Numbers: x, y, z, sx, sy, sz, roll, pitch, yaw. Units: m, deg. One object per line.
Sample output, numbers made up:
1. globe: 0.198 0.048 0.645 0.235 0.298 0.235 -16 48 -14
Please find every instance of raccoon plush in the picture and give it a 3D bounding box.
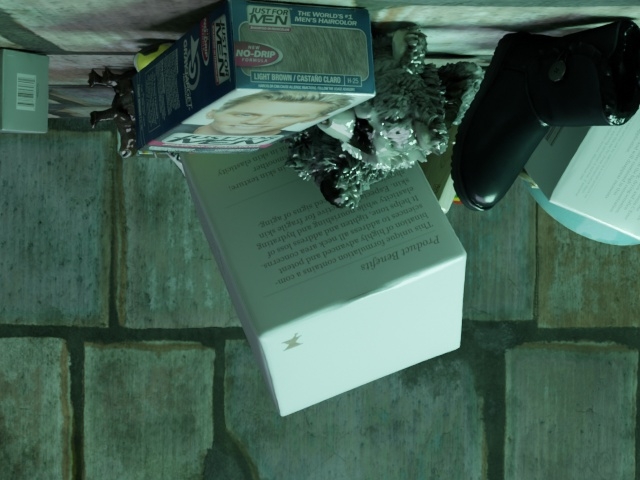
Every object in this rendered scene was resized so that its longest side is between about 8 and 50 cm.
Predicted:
1. raccoon plush: 0.139 -0.222 1.713 0.446 0.216 0.299 -38 -168 -36

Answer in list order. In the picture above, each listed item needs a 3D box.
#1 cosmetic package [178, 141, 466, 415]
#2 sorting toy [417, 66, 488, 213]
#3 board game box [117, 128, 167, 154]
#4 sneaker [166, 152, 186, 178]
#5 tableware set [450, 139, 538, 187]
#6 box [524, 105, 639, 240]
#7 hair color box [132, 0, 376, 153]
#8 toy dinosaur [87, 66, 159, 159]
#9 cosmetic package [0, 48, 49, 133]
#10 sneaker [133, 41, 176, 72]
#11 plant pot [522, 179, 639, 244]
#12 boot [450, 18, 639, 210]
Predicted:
1. cosmetic package: 0.000 0.000 1.998 0.329 0.394 0.327 -20 152 -7
2. sorting toy: 0.226 -0.158 2.192 0.089 0.257 0.255 25 174 -21
3. board game box: -0.341 -0.246 2.632 0.144 0.142 0.275 0 -178 -4
4. sneaker: -0.256 -0.186 2.422 0.111 0.300 0.121 -32 -147 -11
5. tableware set: 0.264 -0.116 1.779 0.168 0.020 0.141 36 -159 18
6. box: 0.463 -0.100 1.721 0.345 0.168 0.215 22 -160 -17
7. hair color box: -0.092 -0.185 1.513 0.173 0.105 0.347 -1 173 -26
8. toy dinosaur: -0.303 -0.251 2.188 0.160 0.121 0.313 1 160 -34
9. cosmetic package: -0.537 -0.225 1.938 0.238 0.127 0.107 4 -176 33
10. sneaker: -0.201 -0.199 1.795 0.081 0.094 0.208 -18 148 7
11. plant pot: 0.468 -0.166 1.937 0.290 0.290 0.195 0 148 -18
12. boot: 0.276 -0.149 1.523 0.094 0.247 0.207 27 169 -34
